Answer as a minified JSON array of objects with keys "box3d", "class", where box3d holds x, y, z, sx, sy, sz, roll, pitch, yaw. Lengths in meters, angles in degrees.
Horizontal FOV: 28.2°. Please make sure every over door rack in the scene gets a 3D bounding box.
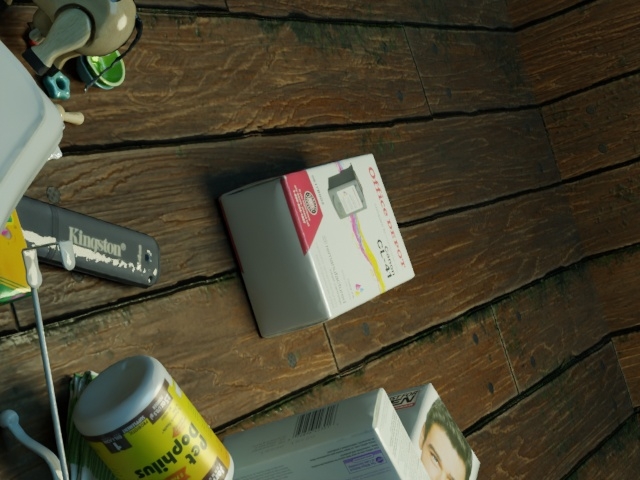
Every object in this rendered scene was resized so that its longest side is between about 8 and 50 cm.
[{"box3d":[-0.354,0.164,1.254,0.239,0.108,0.324,-12,106,-60],"class":"over door rack"}]

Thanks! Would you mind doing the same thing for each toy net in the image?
[{"box3d":[-0.326,-0.192,1.591,0.122,0.045,0.232,54,34,-29],"class":"toy net"}]

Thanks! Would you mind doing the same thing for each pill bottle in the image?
[{"box3d":[-0.178,0.242,1.450,0.215,0.117,0.117,57,33,-27],"class":"pill bottle"}]

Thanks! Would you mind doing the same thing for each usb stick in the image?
[{"box3d":[-0.293,0.002,1.539,0.278,0.045,0.077,21,56,-54],"class":"usb stick"}]

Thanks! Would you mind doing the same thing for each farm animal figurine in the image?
[{"box3d":[-0.315,-0.328,1.406,0.327,0.172,0.330,52,3,-21],"class":"farm animal figurine"}]

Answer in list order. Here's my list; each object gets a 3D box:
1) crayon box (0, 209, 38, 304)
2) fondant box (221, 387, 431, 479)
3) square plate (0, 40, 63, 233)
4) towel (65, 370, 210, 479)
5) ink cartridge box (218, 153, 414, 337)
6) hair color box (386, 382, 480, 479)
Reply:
[{"box3d":[-0.414,-0.055,1.329,0.165,0.081,0.278,-16,88,-60],"class":"crayon box"},{"box3d":[0.036,0.376,1.665,0.330,0.238,0.096,63,19,-21],"class":"fondant box"},{"box3d":[-0.396,-0.173,1.235,0.347,0.049,0.344,50,22,-20],"class":"square plate"},{"box3d":[-0.214,0.338,1.494,0.248,0.038,0.325,35,45,-48],"class":"towel"},{"box3d":[0.000,0.000,1.952,0.306,0.131,0.226,-21,92,-59],"class":"ink cartridge box"},{"box3d":[0.125,0.414,1.949,0.185,0.113,0.374,58,31,-23],"class":"hair color box"}]
